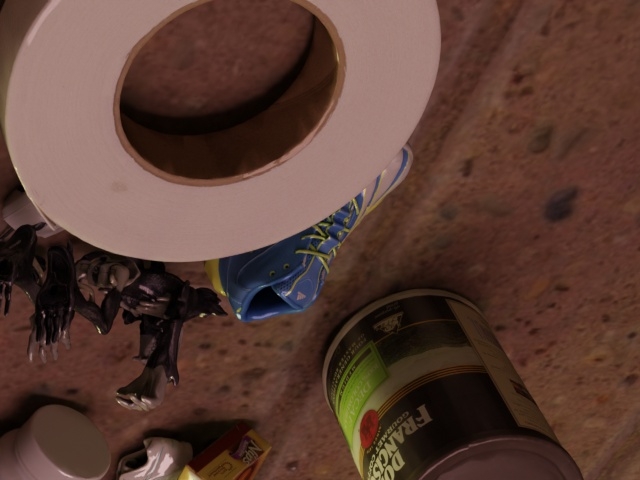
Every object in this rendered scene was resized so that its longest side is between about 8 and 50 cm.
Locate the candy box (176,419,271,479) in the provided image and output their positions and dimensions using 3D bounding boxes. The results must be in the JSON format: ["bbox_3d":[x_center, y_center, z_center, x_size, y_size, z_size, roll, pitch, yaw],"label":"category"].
[{"bbox_3d":[-0.135,0.299,2.020,0.109,0.053,0.186,-35,159,-49],"label":"candy box"}]

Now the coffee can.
[{"bbox_3d":[0.132,0.205,1.852,0.201,0.275,0.201,-7,121,-12],"label":"coffee can"}]

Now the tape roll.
[{"bbox_3d":[-0.088,-0.145,1.531,0.392,0.072,0.392,-13,135,-14],"label":"tape roll"}]

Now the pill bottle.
[{"bbox_3d":[-0.322,0.275,1.906,0.119,0.119,0.208,19,127,-37],"label":"pill bottle"}]

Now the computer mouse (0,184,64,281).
[{"bbox_3d":[-0.256,-0.027,1.650,0.106,0.042,0.193,26,123,-39],"label":"computer mouse"}]

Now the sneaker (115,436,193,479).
[{"bbox_3d":[-0.210,0.272,2.005,0.061,0.053,0.152,26,115,-34],"label":"sneaker"}]

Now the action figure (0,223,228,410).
[{"bbox_3d":[-0.202,0.073,1.664,0.276,0.164,0.141,22,86,-60],"label":"action figure"}]

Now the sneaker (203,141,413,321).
[{"bbox_3d":[0.000,0.000,1.718,0.240,0.126,0.091,-35,138,18],"label":"sneaker"}]
